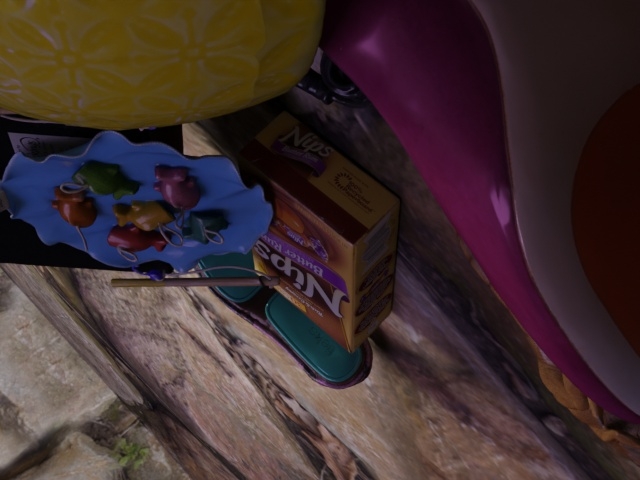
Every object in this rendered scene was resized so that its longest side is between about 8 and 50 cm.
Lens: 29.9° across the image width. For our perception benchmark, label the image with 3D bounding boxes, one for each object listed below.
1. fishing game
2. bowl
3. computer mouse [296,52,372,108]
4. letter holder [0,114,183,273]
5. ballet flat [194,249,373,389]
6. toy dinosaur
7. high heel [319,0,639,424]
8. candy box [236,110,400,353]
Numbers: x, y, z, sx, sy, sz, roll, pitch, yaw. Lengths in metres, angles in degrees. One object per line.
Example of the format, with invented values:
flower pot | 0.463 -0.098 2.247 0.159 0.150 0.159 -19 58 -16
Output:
fishing game | -0.128 -0.016 0.813 0.189 0.041 0.264 0 153 6
bowl | -0.140 -0.151 0.435 0.289 0.156 0.289 51 160 27
computer mouse | -0.052 -0.178 0.628 0.262 0.060 0.184 30 153 13
letter holder | -0.180 -0.135 0.867 0.152 0.215 0.302 4 155 -1
ballet flat | -0.041 0.041 1.032 0.221 0.077 0.079 44 180 6
toy dinosaur | 0.145 0.073 0.696 0.211 0.064 0.112 50 162 -9
high heel | 0.043 -0.092 0.498 0.181 0.127 0.377 5 122 57
candy box | 0.000 0.000 0.877 0.109 0.053 0.187 39 161 20
